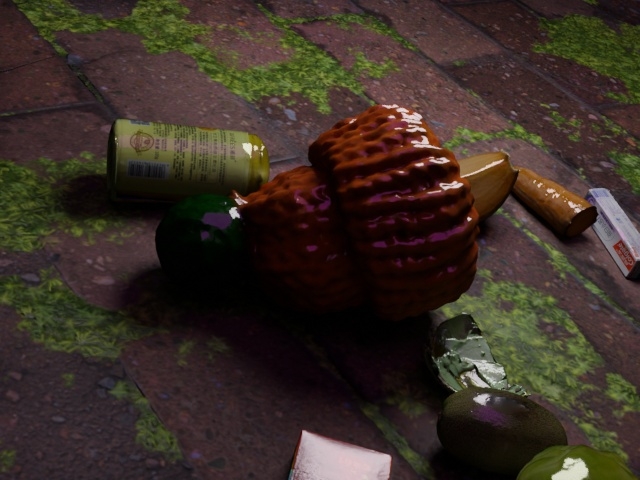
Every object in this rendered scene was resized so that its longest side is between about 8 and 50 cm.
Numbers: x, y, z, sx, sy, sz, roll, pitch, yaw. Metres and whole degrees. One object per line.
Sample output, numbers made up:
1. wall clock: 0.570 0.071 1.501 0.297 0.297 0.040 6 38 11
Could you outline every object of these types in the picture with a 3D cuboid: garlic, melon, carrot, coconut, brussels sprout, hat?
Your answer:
1. garlic: 0.212 -0.076 1.495 0.207 0.128 0.115 -8 86 -25
2. melon: 0.217 0.228 1.104 0.162 0.099 0.099 15 36 -6
3. carrot: 0.380 -0.080 1.605 0.072 0.072 0.205 -12 38 -33
4. coconut: 0.192 0.163 1.213 0.133 0.055 0.158 3 37 -15
5. brussels sprout: 0.283 0.314 0.962 0.223 0.161 0.223 15 37 -11
6. hat: 0.000 0.000 1.219 0.400 0.285 0.285 -21 47 -15

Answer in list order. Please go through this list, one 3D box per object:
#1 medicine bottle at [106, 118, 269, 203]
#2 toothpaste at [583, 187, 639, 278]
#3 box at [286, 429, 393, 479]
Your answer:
1. medicine bottle: -0.193 -0.111 1.379 0.239 0.124 0.124 5 38 -17
2. toothpaste: 0.500 -0.016 1.572 0.040 0.047 0.196 6 38 -19
3. box: 0.010 0.290 0.985 0.112 0.048 0.175 16 36 -1
